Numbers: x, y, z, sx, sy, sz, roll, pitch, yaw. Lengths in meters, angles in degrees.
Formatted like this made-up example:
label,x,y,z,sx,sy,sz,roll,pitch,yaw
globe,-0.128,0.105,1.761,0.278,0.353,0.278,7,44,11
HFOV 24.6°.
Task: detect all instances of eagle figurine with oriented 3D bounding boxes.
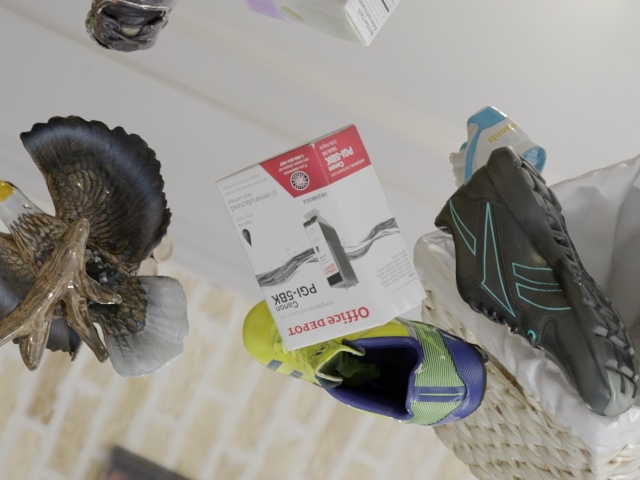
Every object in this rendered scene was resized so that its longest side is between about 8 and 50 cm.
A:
label,x,y,z,sx,sy,sz,roll,pitch,yaw
eagle figurine,-0.255,0.008,1.434,0.298,0.226,0.225,-124,-155,-75

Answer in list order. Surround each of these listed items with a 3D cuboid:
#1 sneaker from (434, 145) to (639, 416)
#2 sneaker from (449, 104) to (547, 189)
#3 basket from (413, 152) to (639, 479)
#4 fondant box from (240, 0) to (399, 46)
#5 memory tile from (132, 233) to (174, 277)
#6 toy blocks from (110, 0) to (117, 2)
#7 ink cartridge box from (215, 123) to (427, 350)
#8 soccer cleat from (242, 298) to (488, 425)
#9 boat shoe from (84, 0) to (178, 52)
label,x,y,z,sx,sy,sz,roll,pitch,yaw
sneaker,0.185,0.047,1.264,0.106,0.101,0.267,-34,-126,17
sneaker,0.198,-0.070,1.723,0.087,0.092,0.229,-30,157,-24
basket,0.304,0.126,1.462,0.328,0.331,0.266,47,-32,47
fondant box,0.048,-0.452,2.076,0.330,0.238,0.096,-55,142,-16
memory tile,-0.230,0.002,1.688,0.113,0.012,0.148,-60,137,-28
toy blocks,-0.294,-0.318,1.341,0.381,0.261,0.191,20,91,-65
ink cartridge box,0.000,0.000,1.030,0.099,0.135,0.056,-20,-174,39
soccer cleat,0.017,0.096,1.303,0.121,0.289,0.093,0,99,-45
boat shoe,-0.223,-0.266,1.719,0.285,0.102,0.092,-160,-101,-72
